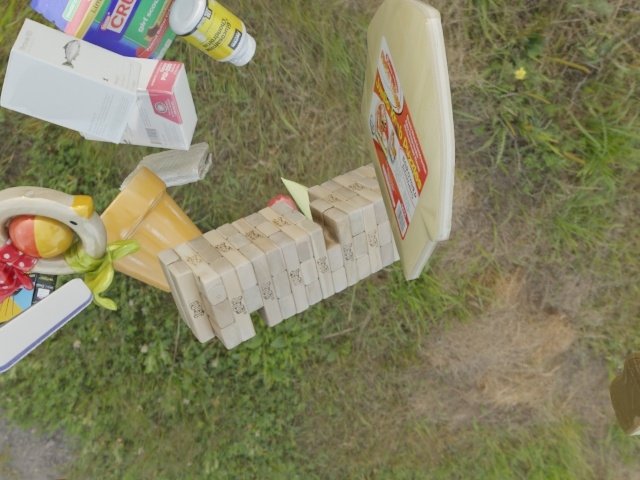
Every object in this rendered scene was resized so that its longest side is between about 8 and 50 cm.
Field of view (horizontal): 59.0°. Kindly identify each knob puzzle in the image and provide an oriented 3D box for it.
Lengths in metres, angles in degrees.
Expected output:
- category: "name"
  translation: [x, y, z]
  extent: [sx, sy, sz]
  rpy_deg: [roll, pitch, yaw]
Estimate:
- category: "knob puzzle"
  translation: [0.070, -0.087, 0.412]
  extent: [0.030, 0.213, 0.213]
  rpy_deg: [-9, 121, -6]

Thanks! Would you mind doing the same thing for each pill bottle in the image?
- category: "pill bottle"
  translation: [-0.228, -0.455, 1.229]
  extent: [0.103, 0.103, 0.184]
  rpy_deg: [-48, 146, 16]

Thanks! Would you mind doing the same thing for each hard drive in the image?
- category: "hard drive"
  translation: [-0.463, 0.171, 0.712]
  extent: [0.319, 0.210, 0.040]
  rpy_deg: [-30, 101, 13]

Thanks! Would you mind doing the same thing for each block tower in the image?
- category: "block tower"
  translation: [0.000, 0.000, 0.641]
  extent: [0.336, 0.091, 0.097]
  rpy_deg: [-27, 126, -23]

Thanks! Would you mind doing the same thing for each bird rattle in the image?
- category: "bird rattle"
  translation: [-0.394, -0.002, 0.807]
  extent: [0.254, 0.143, 0.206]
  rpy_deg: [10, 137, -2]

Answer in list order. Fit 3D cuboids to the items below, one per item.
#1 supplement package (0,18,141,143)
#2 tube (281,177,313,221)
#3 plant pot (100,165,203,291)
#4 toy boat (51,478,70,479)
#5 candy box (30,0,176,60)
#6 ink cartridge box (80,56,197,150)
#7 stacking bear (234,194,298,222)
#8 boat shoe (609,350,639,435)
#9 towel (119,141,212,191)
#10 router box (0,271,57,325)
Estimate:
- category: "supplement package"
  translation: [-0.390, -0.249, 0.897]
  extent: [0.180, 0.105, 0.105]
  rpy_deg: [16, 131, -27]
- category: "tube"
  translation: [0.002, -0.052, 1.049]
  extent: [0.062, 0.240, 0.070]
  rpy_deg: [-26, 127, -8]
- category: "plant pot"
  translation: [-0.327, -0.006, 1.087]
  extent: [0.188, 0.205, 0.205]
  rpy_deg: [39, 106, -18]
- category: "toy boat"
  translation: [-0.280, 0.387, 0.659]
  extent: [0.151, 0.151, 0.230]
  rpy_deg: [7, 106, -63]
- category: "candy box"
  translation: [-0.390, -0.515, 1.155]
  extent: [0.122, 0.317, 0.268]
  rpy_deg: [35, 100, 7]
- category: "ink cartridge box"
  translation: [-0.363, -0.264, 1.085]
  extent: [0.218, 0.092, 0.158]
  rpy_deg: [6, 148, 3]
- category: "stacking bear"
  translation: [-0.066, 0.035, 1.325]
  extent: [0.175, 0.289, 0.164]
  rpy_deg: [-33, 124, -11]
- category: "boat shoe"
  translation: [0.271, 0.116, 0.434]
  extent: [0.059, 0.062, 0.170]
  rpy_deg: [-13, 158, 9]
- category: "towel"
  translation: [-0.366, -0.175, 1.383]
  extent: [0.187, 0.282, 0.049]
  rpy_deg: [-14, 112, 2]
- category: "router box"
  translation: [-0.586, 0.123, 1.111]
  extent: [0.179, 0.133, 0.046]
  rpy_deg: [-8, 161, 40]
